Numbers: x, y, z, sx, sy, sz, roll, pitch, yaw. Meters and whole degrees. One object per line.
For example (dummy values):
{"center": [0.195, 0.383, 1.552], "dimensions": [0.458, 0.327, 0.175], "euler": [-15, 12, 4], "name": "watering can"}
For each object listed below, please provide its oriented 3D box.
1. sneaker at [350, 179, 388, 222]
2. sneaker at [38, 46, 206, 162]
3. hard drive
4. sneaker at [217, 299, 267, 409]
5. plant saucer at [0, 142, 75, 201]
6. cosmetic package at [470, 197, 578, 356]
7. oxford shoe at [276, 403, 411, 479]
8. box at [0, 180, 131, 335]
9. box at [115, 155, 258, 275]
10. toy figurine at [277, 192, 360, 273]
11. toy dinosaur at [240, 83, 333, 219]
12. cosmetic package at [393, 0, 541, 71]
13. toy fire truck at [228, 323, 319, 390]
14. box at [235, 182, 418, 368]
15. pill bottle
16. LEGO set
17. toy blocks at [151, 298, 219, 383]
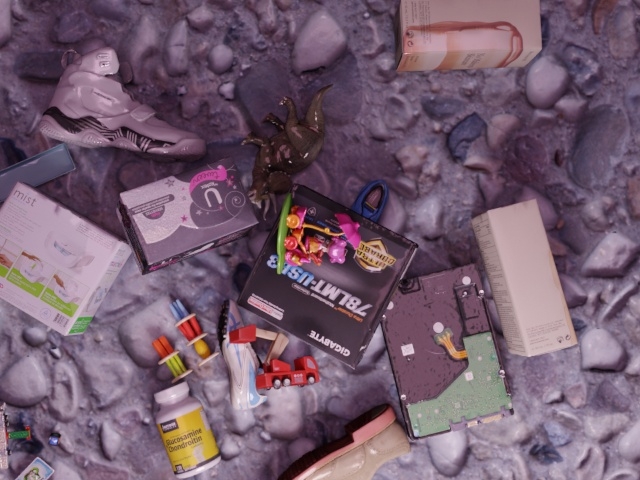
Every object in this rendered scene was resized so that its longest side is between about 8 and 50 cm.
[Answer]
{"center": [0.084, -0.040, 1.627], "dimensions": [0.069, 0.082, 0.209], "euler": [28, 87, 0], "name": "sneaker"}
{"center": [-0.414, -0.294, 1.613], "dimensions": [0.365, 0.137, 0.210], "euler": [11, 88, 4], "name": "sneaker"}
{"center": [0.263, 0.238, 1.613], "dimensions": [0.236, 0.064, 0.339], "euler": [-15, 85, -2], "name": "hard drive"}
{"center": [-0.169, 0.242, 1.605], "dimensions": [0.086, 0.085, 0.237], "euler": [-9, 84, -20], "name": "sneaker"}
{"center": [-0.643, -0.149, 1.660], "dimensions": [0.192, 0.018, 0.067], "euler": [-24, 86, -2], "name": "plant saucer"}
{"center": [0.427, 0.080, 1.581], "dimensions": [0.113, 0.160, 0.310], "euler": [-14, 87, -3], "name": "cosmetic package"}
{"center": [0.034, 0.490, 1.563], "dimensions": [0.348, 0.123, 0.130], "euler": [-33, 92, -2], "name": "oxford shoe"}
{"center": [-0.576, 0.039, 1.590], "dimensions": [0.261, 0.127, 0.231], "euler": [29, 85, 2], "name": "box"}
{"center": [-0.280, -0.053, 1.558], "dimensions": [0.247, 0.142, 0.164], "euler": [-22, 86, -22], "name": "box"}
{"center": [0.000, 0.000, 1.501], "dimensions": [0.159, 0.130, 0.173], "euler": [9, 112, 4], "name": "toy figurine"}
{"center": [-0.071, -0.209, 1.638], "dimensions": [0.160, 0.121, 0.313], "euler": [45, 82, -9], "name": "toy dinosaur"}
{"center": [0.315, -0.452, 1.629], "dimensions": [0.296, 0.153, 0.129], "euler": [-3, 87, 1], "name": "cosmetic package"}
{"center": [-0.095, 0.246, 1.578], "dimensions": [0.192, 0.047, 0.135], "euler": [2, 72, -36], "name": "toy fire truck"}
{"center": [0.013, 0.072, 1.580], "dimensions": [0.295, 0.073, 0.293], "euler": [28, 94, 11], "name": "box"}
{"center": [-0.287, 0.397, 1.574], "dimensions": [0.103, 0.103, 0.184], "euler": [-21, 86, -2], "name": "pill bottle"}
{"center": [-0.679, 0.478, 1.605], "dimensions": [0.182, 0.060, 0.244], "euler": [44, 87, -9], "name": "LEGO set"}
{"center": [-0.309, 0.215, 1.614], "dimensions": [0.123, 0.054, 0.148], "euler": [-32, 86, -4], "name": "toy blocks"}
